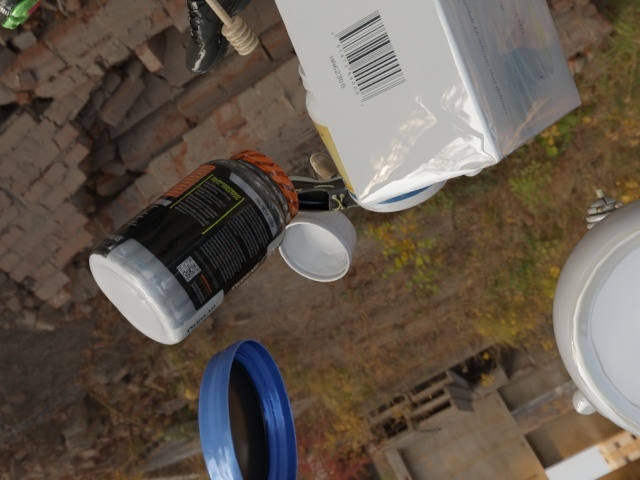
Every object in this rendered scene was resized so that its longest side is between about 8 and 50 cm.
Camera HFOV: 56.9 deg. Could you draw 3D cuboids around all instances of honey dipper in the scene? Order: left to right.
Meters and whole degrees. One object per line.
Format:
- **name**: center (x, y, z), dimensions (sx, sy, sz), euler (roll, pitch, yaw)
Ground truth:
- **honey dipper**: center (-0.128, -0.276, 0.666), dimensions (0.031, 0.030, 0.161), euler (-33, 137, 13)

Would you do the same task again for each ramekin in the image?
- **ramekin**: center (0.000, 0.000, 1.595), dimensions (0.207, 0.207, 0.109), euler (-56, -177, 47)

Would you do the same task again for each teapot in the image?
- **teapot**: center (0.352, 0.059, 0.566), dimensions (0.256, 0.252, 0.187), euler (-14, -177, 24)

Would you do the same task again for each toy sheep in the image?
- **toy sheep**: center (0.578, -0.042, 1.185), dimensions (0.091, 0.131, 0.091), euler (-12, 180, 0)

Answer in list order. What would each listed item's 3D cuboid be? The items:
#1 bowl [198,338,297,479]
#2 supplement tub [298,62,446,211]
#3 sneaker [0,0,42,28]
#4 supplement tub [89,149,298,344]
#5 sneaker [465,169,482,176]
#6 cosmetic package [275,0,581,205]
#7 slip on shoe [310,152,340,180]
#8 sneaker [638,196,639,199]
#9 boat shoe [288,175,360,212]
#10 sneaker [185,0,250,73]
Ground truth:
- **bowl**: center (-0.154, 0.416, 1.310), dimensions (0.077, 0.390, 0.391), euler (-15, 158, 12)
- **supplement tub**: center (0.070, -0.149, 0.722), dimensions (0.144, 0.144, 0.199), euler (-28, 127, 2)
- **sneaker**: center (-0.754, -0.687, 1.357), dimensions (0.185, 0.482, 0.202), euler (-31, 156, 24)
- **supplement tub**: center (-0.203, -0.002, 1.024), dimensions (0.338, 0.207, 0.207), euler (-45, 167, -31)
- **sneaker**: center (0.185, -0.140, 0.788), dimensions (0.042, 0.118, 0.067), euler (-30, 126, 23)
- **cosmetic package**: center (0.104, -0.181, 0.525), dimensions (0.138, 0.223, 0.225), euler (-17, -170, 42)
- **slip on shoe**: center (0.029, -0.168, 1.485), dimensions (0.051, 0.135, 0.041), euler (-41, -175, 7)
- **sneaker**: center (0.507, 0.026, 0.877), dimensions (0.081, 0.094, 0.208), euler (-44, 145, -71)
- **boat shoe**: center (0.019, -0.094, 1.291), dimensions (0.228, 0.068, 0.081), euler (0, 135, 7)
- **sneaker**: center (-0.270, -0.528, 1.399), dimensions (0.130, 0.109, 0.286), euler (-15, 144, -51)
